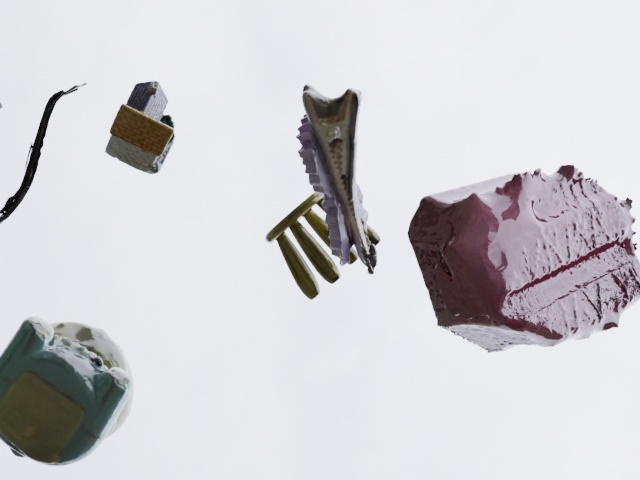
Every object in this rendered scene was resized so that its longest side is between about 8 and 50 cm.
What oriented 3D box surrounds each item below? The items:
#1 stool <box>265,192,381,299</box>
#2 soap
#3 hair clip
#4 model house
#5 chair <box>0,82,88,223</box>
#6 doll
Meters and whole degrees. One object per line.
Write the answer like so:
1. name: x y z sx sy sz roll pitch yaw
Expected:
1. stool: 0.000 0.000 1.651 0.134 0.135 0.110 -40 -90 18
2. soap: 0.252 0.024 1.470 0.127 0.325 0.220 -17 -90 45
3. hair clip: 0.028 -0.072 1.472 0.084 0.106 0.292 -2 -49 13
4. model house: -0.242 -0.167 1.734 0.100 0.088 0.100 -53 -166 56
5. chair: -0.238 -0.020 0.560 0.174 0.149 0.213 2 -119 55
6. doll: -0.323 0.186 1.543 0.177 0.261 0.161 31 -90 -4
